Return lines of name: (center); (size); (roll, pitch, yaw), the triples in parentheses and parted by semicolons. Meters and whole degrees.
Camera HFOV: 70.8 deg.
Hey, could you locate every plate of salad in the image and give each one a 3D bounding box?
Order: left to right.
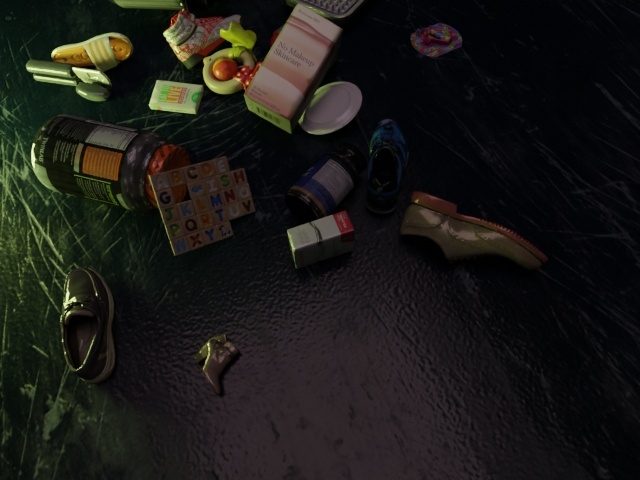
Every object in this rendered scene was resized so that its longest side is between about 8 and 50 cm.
plate of salad: (0.029, -0.383, 1.317); (0.199, 0.048, 0.200); (-11, 59, 19)

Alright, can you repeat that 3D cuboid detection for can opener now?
can opener: (-0.784, -0.506, 1.403); (0.280, 0.074, 0.093); (14, 64, 10)

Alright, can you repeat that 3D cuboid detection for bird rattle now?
bird rattle: (-0.258, -0.523, 1.396); (0.206, 0.143, 0.254); (-19, 75, 5)

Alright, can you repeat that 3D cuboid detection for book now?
book: (-0.440, -0.437, 1.382); (0.144, 0.035, 0.096); (7, 66, 4)

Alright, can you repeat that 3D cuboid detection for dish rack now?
dish rack: (0.052, -0.883, 1.579); (0.285, 0.072, 0.333); (31, 67, 16)

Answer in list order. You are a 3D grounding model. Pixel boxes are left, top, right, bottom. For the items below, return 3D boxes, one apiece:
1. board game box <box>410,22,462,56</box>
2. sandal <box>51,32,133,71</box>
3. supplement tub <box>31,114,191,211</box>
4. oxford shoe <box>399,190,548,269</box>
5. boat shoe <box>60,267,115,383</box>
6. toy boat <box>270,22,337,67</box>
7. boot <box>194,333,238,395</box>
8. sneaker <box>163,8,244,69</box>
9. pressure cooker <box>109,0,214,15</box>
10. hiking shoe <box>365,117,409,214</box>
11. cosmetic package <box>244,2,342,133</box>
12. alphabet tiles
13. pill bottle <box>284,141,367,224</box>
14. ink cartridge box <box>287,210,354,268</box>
board game box: (0.383, -0.670, 1.475); (0.168, 0.033, 0.133); (-26, 64, -11)
sandal: (-0.723, -0.577, 1.433); (0.265, 0.102, 0.076); (-11, 63, 6)
supplement tub: (-0.522, -0.191, 1.152); (0.337, 0.207, 0.207); (14, 63, 9)
oxford shoe: (0.361, 0.005, 1.091); (0.348, 0.123, 0.130); (25, 92, 13)
boat shoe: (-0.532, 0.177, 1.019); (0.102, 0.092, 0.285); (-17, 63, -7)
toy boat: (-0.051, -0.625, 1.399); (0.231, 0.151, 0.151); (37, 69, 19)
boot: (-0.219, 0.266, 0.991); (0.087, 0.042, 0.118); (-31, 66, -16)
sneaker: (-0.373, -0.686, 1.439); (0.270, 0.145, 0.090); (-50, 30, -19)
pressure cooker: (-0.493, -0.936, 1.448); (0.420, 0.370, 0.376); (1, 41, 0)
hiking shoe: (0.183, -0.219, 1.184); (0.113, 0.132, 0.304); (4, 62, 4)
cosmetic package: (-0.074, -0.475, 1.264); (0.153, 0.129, 0.296); (28, 86, -2)
alphabet tiles: (-0.278, -0.094, 1.116); (0.237, 0.198, 0.009); (-23, 17, -32)
pill bottle: (0.020, -0.147, 1.158); (0.122, 0.123, 0.219); (34, 68, 18)
ink cartridge box: (0.000, 0.000, 1.086); (0.150, 0.109, 0.063); (-18, 64, -8)
